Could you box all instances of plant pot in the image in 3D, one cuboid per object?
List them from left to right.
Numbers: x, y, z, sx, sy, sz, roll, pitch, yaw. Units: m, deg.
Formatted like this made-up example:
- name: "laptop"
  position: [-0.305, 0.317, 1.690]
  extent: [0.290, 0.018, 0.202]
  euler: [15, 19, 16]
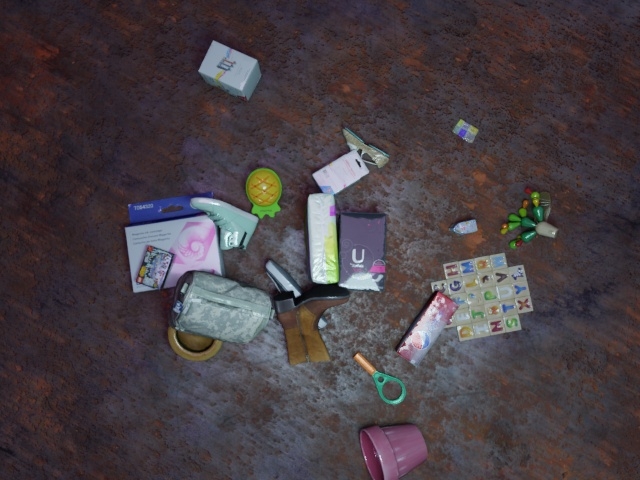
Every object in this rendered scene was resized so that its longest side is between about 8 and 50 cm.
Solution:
- name: "plant pot"
  position: [0.254, 0.715, 1.736]
  extent: [0.180, 0.201, 0.201]
  euler: [-12, 87, -17]

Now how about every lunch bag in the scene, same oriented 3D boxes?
- name: "lunch bag"
  position: [-0.332, 0.213, 1.672]
  extent: [0.305, 0.256, 0.212]
  euler: [19, 68, -22]
- name: "lunch bag"
  position: [0.509, -0.044, 1.826]
  extent: [0.083, 0.071, 0.053]
  euler: [-10, 91, -2]

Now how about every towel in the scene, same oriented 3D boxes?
- name: "towel"
  position: [0.536, -0.404, 1.876]
  extent: [0.083, 0.009, 0.060]
  euler: [33, 88, 2]

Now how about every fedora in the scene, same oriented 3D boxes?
- name: "fedora"
  position: [-0.439, 0.332, 1.809]
  extent: [0.195, 0.079, 0.194]
  euler: [0, 90, -7]

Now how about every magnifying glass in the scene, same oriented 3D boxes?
- name: "magnifying glass"
  position: [0.209, 0.490, 1.824]
  extent: [0.231, 0.026, 0.092]
  euler: [44, 88, 1]

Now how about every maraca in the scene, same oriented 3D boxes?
- name: "maraca"
  position: [-0.202, -0.169, 1.830]
  extent: [0.127, 0.099, 0.185]
  euler: [-5, 111, -3]

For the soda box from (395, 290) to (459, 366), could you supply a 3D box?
- name: "soda box"
  position: [0.373, 0.308, 1.795]
  extent: [0.092, 0.083, 0.263]
  euler: [35, 90, 5]

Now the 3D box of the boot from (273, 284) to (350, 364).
- name: "boot"
  position: [-0.008, 0.299, 1.726]
  extent: [0.264, 0.096, 0.280]
  euler: [-13, 111, 3]

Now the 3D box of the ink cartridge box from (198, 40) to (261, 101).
- name: "ink cartridge box"
  position: [-0.324, -0.608, 1.836]
  extent: [0.176, 0.128, 0.127]
  euler: [26, 88, 3]

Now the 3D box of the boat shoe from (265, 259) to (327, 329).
- name: "boat shoe"
  position: [-0.108, 0.209, 1.800]
  extent: [0.105, 0.113, 0.306]
  euler: [-39, 103, 4]

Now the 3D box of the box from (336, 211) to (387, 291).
- name: "box"
  position: [0.141, 0.041, 1.788]
  extent: [0.165, 0.143, 0.270]
  euler: [2, 86, 0]

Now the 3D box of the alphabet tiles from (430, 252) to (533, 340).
- name: "alphabet tiles"
  position: [0.584, 0.203, 1.842]
  extent: [0.343, 0.011, 0.285]
  euler: [-11, 87, 0]

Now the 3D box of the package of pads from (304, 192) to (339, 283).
- name: "package of pads"
  position: [0.000, 0.000, 1.750]
  extent: [0.101, 0.229, 0.296]
  euler: [-2, 86, -4]

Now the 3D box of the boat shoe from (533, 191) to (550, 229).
- name: "boat shoe"
  position: [0.801, -0.100, 1.844]
  extent: [0.056, 0.048, 0.152]
  euler: [2, 80, 23]

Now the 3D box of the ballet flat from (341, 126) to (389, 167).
- name: "ballet flat"
  position: [0.152, -0.331, 1.849]
  extent: [0.206, 0.073, 0.067]
  euler: [34, 102, 6]

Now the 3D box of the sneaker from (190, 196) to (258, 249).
- name: "sneaker"
  position: [-0.347, -0.051, 1.773]
  extent: [0.256, 0.094, 0.151]
  euler: [22, 79, -30]

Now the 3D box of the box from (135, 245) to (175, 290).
- name: "box"
  position: [-0.578, 0.097, 1.783]
  extent: [0.094, 0.027, 0.137]
  euler: [18, 89, 3]

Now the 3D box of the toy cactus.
- name: "toy cactus"
  position: [0.741, -0.063, 1.787]
  extent: [0.181, 0.112, 0.218]
  euler: [30, 98, 41]

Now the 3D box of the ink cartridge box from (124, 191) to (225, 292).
- name: "ink cartridge box"
  position: [-0.528, 0.003, 1.835]
  extent: [0.324, 0.071, 0.329]
  euler: [-9, 88, 0]

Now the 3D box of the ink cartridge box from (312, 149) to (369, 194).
- name: "ink cartridge box"
  position: [0.073, -0.237, 1.845]
  extent: [0.181, 0.061, 0.104]
  euler: [-31, 87, -1]
